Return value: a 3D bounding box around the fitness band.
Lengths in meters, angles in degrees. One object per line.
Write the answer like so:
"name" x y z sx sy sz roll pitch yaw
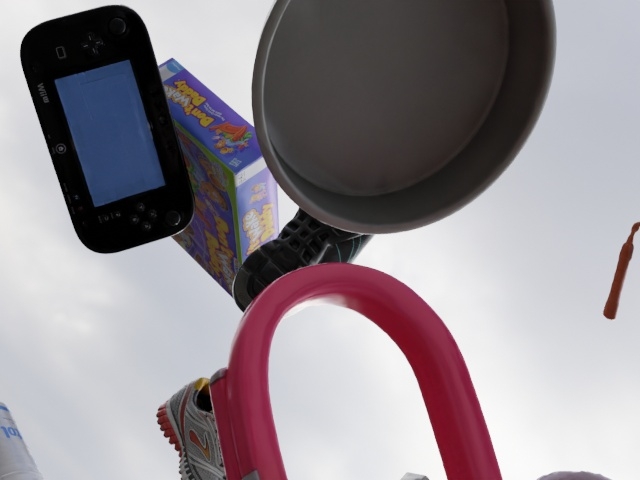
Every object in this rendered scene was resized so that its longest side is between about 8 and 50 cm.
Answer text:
"fitness band" 0.032 0.157 0.773 0.054 0.209 0.290 -40 -121 52

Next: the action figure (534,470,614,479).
"action figure" 0.054 0.204 0.444 0.370 0.275 0.248 24 -18 -31

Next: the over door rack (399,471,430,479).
"over door rack" 0.108 0.480 1.340 0.108 0.239 0.324 6 -47 57

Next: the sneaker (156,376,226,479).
"sneaker" -0.139 0.271 1.369 0.088 0.092 0.225 25 23 -50

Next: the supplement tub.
"supplement tub" -0.306 0.208 0.978 0.107 0.071 0.071 50 -21 35

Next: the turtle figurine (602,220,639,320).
"turtle figurine" 0.344 -0.020 0.782 0.217 0.269 0.087 24 -17 29

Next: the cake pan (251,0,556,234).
"cake pan" 0.069 -0.148 0.908 0.054 0.293 0.293 46 -19 54

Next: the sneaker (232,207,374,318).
"sneaker" 0.000 0.000 1.267 0.101 0.267 0.106 44 -14 19

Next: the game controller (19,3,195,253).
"game controller" -0.276 -0.142 1.375 0.067 0.167 0.319 25 -48 61

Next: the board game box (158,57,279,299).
"board game box" -0.166 -0.077 1.595 0.233 0.078 0.347 42 -26 26
